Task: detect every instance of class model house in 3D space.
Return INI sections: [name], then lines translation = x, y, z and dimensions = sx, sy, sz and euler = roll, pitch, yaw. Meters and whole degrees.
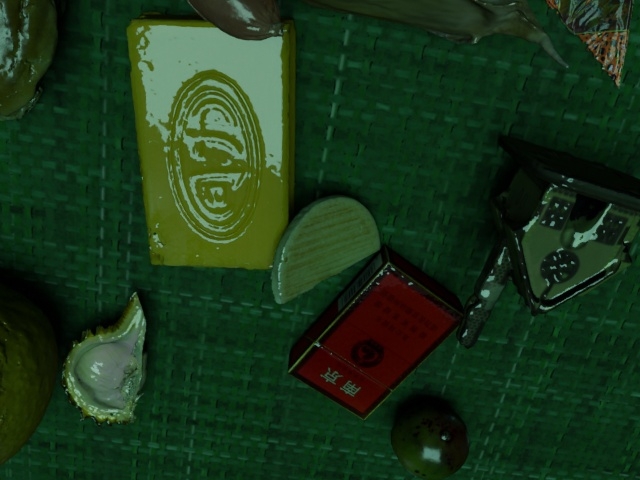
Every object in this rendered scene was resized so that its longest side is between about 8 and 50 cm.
[model house]
translation = 0.300, 0.033, 0.776
dimensions = 0.218, 0.205, 0.279
euler = 15, 112, -5

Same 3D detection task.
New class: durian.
[durian]
translation = -0.310, 0.172, 0.919
dimensions = 0.140, 0.078, 0.224
euler = 26, 102, 2

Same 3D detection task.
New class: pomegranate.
[pomegranate]
translation = 0.175, 0.319, 0.965
dimensions = 0.130, 0.130, 0.130
euler = 0, 115, 0

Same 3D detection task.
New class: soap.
[soap]
translation = -0.133, -0.118, 0.769
dimensions = 0.204, 0.096, 0.324
euler = 0, 115, -1

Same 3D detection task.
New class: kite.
[kite]
translation = 0.344, -0.305, 0.731
dimensions = 0.222, 0.008, 0.125
euler = 39, 109, -16

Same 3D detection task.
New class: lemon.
[lemon]
translation = -0.506, 0.195, 0.827
dimensions = 0.258, 0.258, 0.310
euler = 16, 107, -7

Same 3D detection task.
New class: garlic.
[garlic]
translation = 0.092, -0.279, 0.647
dimensions = 0.338, 0.196, 0.151
euler = 22, 129, -12

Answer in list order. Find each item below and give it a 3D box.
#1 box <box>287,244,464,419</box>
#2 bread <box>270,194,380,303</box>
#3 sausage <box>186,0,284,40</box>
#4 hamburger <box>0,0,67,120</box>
[box]
translation = 0.080, 0.142, 0.902
dimensions = 0.153, 0.074, 0.240
euler = 34, 111, -18
[bread]
translation = 0.002, -0.005, 0.802
dimensions = 0.193, 0.036, 0.112
euler = -28, 121, -35
[sausage]
translation = -0.189, -0.369, 0.620
dimensions = 0.088, 0.088, 0.433
euler = -40, 93, 16
[hamburger]
translation = -0.433, -0.267, 0.683
dimensions = 0.265, 0.134, 0.285
euler = -2, 112, -1
